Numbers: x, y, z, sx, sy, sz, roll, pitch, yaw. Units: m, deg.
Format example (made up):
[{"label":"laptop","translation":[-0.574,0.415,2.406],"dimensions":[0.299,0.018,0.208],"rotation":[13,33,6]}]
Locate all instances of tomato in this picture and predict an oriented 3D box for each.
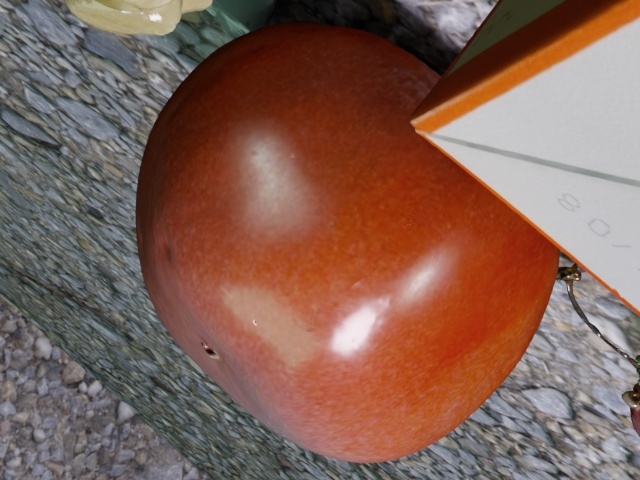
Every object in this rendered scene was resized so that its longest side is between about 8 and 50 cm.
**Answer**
[{"label":"tomato","translation":[0.000,0.000,1.339],"dimensions":[0.341,0.273,0.341],"rotation":[33,162,12]}]

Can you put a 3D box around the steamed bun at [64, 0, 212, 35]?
[{"label":"steamed bun","translation":[-0.123,-0.226,1.162],"dimensions":[0.192,0.177,0.106],"rotation":[45,166,-20]}]

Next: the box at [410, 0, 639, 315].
[{"label":"box","translation":[0.280,-0.061,0.681],"dimensions":[0.348,0.257,0.318],"rotation":[39,164,-8]}]

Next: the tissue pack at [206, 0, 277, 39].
[{"label":"tissue pack","translation":[-0.075,-0.212,1.355],"dimensions":[0.122,0.026,0.193],"rotation":[38,162,-1]}]

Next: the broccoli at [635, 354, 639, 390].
[{"label":"broccoli","translation":[0.278,0.018,0.988],"dimensions":[0.269,0.254,0.269],"rotation":[60,-178,-3]}]

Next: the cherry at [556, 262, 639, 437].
[{"label":"cherry","translation":[0.267,0.104,1.410],"dimensions":[0.225,0.090,0.107],"rotation":[49,173,-7]}]
